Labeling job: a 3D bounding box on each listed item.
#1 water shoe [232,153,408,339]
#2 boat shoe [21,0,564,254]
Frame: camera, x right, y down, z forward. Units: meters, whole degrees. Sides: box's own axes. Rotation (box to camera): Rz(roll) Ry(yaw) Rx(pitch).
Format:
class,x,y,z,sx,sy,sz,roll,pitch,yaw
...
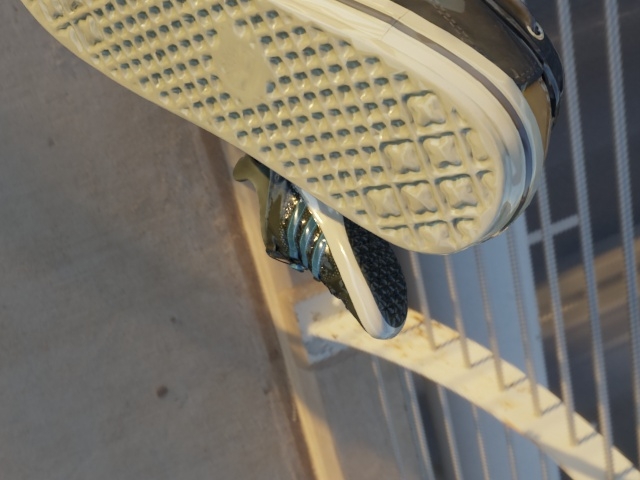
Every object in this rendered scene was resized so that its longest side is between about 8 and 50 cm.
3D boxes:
class,x,y,z,sx,sy,sz,roll,pitch,yaw
water shoe,0.000,0.000,0.753,0.080,0.203,0.073,-37,159,28
boat shoe,-0.056,-0.182,0.613,0.156,0.500,0.186,-43,162,-41
